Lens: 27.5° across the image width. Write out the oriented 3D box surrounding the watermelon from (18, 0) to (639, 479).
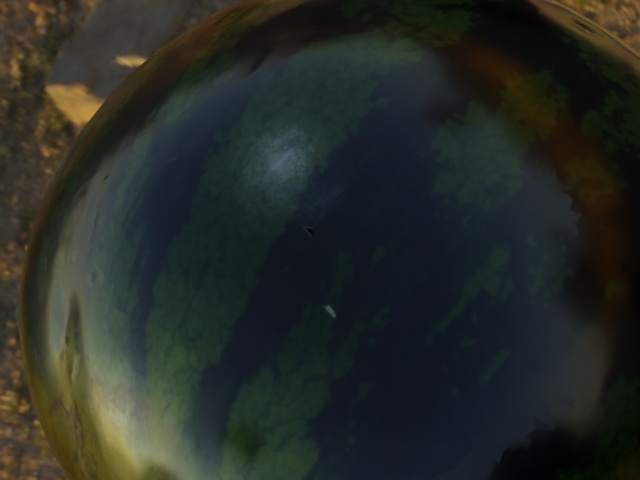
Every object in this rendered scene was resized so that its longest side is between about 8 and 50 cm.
[{"bbox_3d":[0.027,0.030,0.462,0.269,0.269,0.269,-10,71,31],"label":"watermelon"}]
